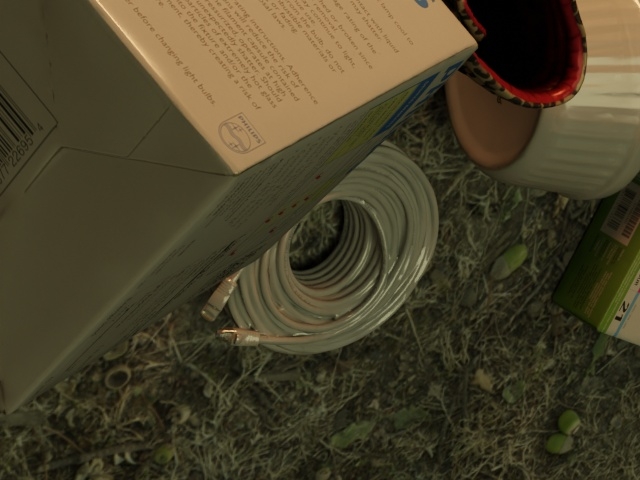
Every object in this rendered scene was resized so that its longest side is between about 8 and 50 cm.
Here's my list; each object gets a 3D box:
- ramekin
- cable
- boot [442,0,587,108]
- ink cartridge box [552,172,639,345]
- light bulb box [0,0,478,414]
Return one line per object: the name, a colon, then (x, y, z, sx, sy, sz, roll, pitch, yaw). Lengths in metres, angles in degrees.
ramekin: (0.231, -0.175, 1.653, 0.127, 0.273, 0.273, -3, 114, -24)
cable: (0.000, 0.000, 1.701, 0.257, 0.089, 0.257, 18, 102, -38)
boot: (0.077, -0.278, 1.483, 0.138, 0.284, 0.377, -44, 127, -6)
ink cartridge box: (0.440, 0.041, 1.997, 0.255, 0.097, 0.189, 19, 102, -37)
light bulb box: (-0.126, -0.093, 1.308, 0.358, 0.225, 0.361, -43, 174, 38)
